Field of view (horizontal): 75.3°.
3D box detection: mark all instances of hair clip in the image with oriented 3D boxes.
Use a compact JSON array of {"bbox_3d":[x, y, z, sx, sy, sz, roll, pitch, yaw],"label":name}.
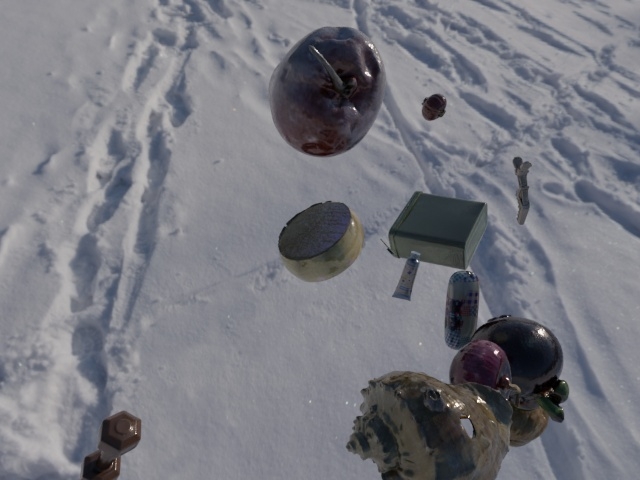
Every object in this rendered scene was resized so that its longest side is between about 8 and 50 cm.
[{"bbox_3d":[0.650,-0.153,1.328,0.034,0.226,0.072,-11,15,-1],"label":"hair clip"}]

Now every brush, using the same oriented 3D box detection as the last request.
[{"bbox_3d":[0.253,0.025,1.583,0.084,0.013,0.016,53,19,26],"label":"brush"}]

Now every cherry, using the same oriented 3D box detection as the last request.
[{"bbox_3d":[0.009,-0.393,1.078,0.291,0.326,0.335,21,32,-30],"label":"cherry"}]

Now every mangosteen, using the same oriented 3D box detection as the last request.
[{"bbox_3d":[0.662,0.429,1.396,0.306,0.306,0.360,0,57,-11],"label":"mangosteen"}]

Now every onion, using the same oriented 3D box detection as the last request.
[{"bbox_3d":[0.396,0.332,1.012,0.177,0.153,0.177,38,38,-38],"label":"onion"}]

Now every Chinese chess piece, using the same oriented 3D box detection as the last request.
[{"bbox_3d":[0.000,0.000,1.270,0.270,0.112,0.270,-21,37,17],"label":"Chinese chess piece"}]

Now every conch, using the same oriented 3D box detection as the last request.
[{"bbox_3d":[0.211,0.363,0.765,0.324,0.186,0.263,-17,69,3],"label":"conch"}]

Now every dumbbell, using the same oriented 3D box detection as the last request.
[{"bbox_3d":[-0.477,0.479,0.941,0.082,0.231,0.092,46,30,20],"label":"dumbbell"}]

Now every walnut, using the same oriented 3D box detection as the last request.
[{"bbox_3d":[0.731,0.634,1.559,0.225,0.225,0.261,29,54,17],"label":"walnut"}]

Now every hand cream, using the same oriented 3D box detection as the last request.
[{"bbox_3d":[0.286,0.117,1.353,0.065,0.171,0.043,13,22,1],"label":"hand cream"}]

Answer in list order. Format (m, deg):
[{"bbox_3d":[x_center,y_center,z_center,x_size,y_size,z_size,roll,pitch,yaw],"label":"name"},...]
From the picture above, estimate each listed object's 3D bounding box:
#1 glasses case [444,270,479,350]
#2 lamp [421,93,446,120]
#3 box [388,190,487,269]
[{"bbox_3d":[0.572,0.284,1.678,0.125,0.327,0.076,0,7,-11],"label":"glasses case"},{"bbox_3d":[0.409,-0.481,1.499,0.090,0.101,0.101,44,53,16],"label":"lamp"},{"bbox_3d":[0.543,-0.052,1.901,0.343,0.177,0.352,13,47,33],"label":"box"}]
